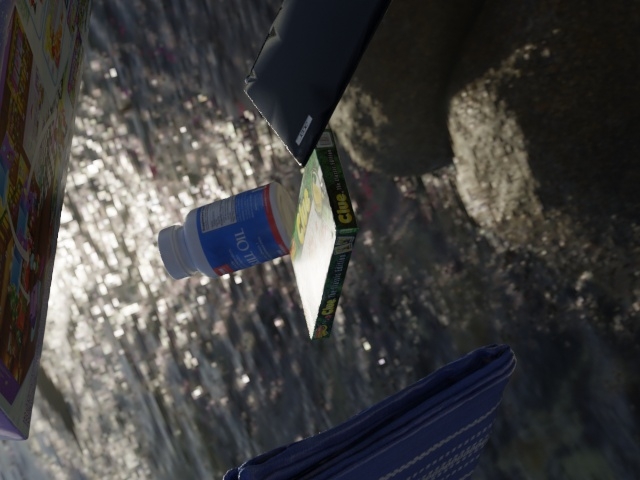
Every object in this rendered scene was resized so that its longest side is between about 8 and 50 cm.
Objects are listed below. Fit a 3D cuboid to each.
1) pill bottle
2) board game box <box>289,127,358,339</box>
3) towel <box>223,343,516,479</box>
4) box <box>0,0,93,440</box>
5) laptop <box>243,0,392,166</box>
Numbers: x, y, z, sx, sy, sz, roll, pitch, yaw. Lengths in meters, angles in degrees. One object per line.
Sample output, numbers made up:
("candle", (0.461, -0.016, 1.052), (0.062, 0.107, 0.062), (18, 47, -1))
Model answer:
("pill bottle", (-0.153, -0.008, 1.760), (0.124, 0.221, 0.124), (-18, -90, -77))
("board game box", (0.000, 0.000, 1.240), (0.260, 0.030, 0.136), (102, 160, -57))
("towel", (0.011, 0.228, 0.742), (0.040, 0.243, 0.336), (42, 136, 31))
("box", (-0.165, -0.072, 0.501), (0.201, 0.057, 0.293), (98, 175, -65))
("laptop", (0.030, -0.233, 1.122), (0.136, 0.264, 0.234), (35, 115, 11))
